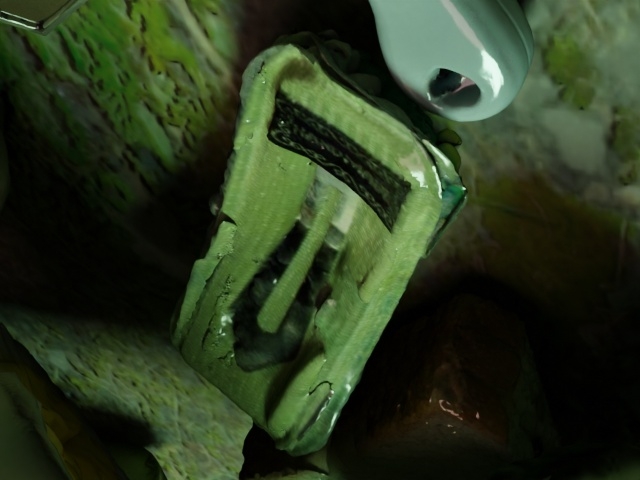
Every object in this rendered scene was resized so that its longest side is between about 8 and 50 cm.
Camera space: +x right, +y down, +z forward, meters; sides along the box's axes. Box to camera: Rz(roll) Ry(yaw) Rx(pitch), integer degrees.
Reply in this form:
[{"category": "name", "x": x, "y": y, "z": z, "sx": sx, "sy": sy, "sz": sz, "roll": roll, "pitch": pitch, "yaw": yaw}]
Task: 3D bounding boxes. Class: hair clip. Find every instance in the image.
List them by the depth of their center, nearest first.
[{"category": "hair clip", "x": 0.001, "y": -0.001, "z": 0.846, "sx": 0.138, "sy": 0.091, "sz": 0.321, "roll": 40, "pitch": 144, "yaw": 11}]

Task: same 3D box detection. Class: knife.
[{"category": "knife", "x": -0.012, "y": -0.175, "z": 0.634, "sx": 0.080, "sy": 0.044, "sz": 0.331, "roll": -7, "pitch": 135, "yaw": 42}]

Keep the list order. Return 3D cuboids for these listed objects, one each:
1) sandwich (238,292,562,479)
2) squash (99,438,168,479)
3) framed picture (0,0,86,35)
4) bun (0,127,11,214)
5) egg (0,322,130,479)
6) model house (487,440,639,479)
[{"category": "sandwich", "x": 0.108, "y": 0.158, "z": 1.023, "sx": 0.254, "sy": 0.100, "sz": 0.288, "roll": 31, "pitch": 147, "yaw": -14}, {"category": "squash", "x": -0.229, "y": 0.238, "z": 1.244, "sx": 0.219, "sy": 0.219, "sz": 0.041, "roll": -6, "pitch": 121, "yaw": 36}, {"category": "framed picture", "x": -0.185, "y": -0.145, "z": 0.747, "sx": 0.149, "sy": 0.011, "sz": 0.109, "roll": 15, "pitch": 161, "yaw": -31}, {"category": "bun", "x": -0.370, "y": -0.036, "z": 0.884, "sx": 0.359, "sy": 0.211, "sz": 0.360, "roll": 16, "pitch": 150, "yaw": 9}, {"category": "egg", "x": -0.231, "y": 0.275, "z": 0.880, "sx": 0.354, "sy": 0.340, "sz": 0.354, "roll": 51, "pitch": 174, "yaw": 8}, {"category": "model house", "x": 0.197, "y": 0.352, "z": 0.922, "sx": 0.445, "sy": 0.395, "sz": 0.400, "roll": 1, "pitch": 156, "yaw": -34}]
